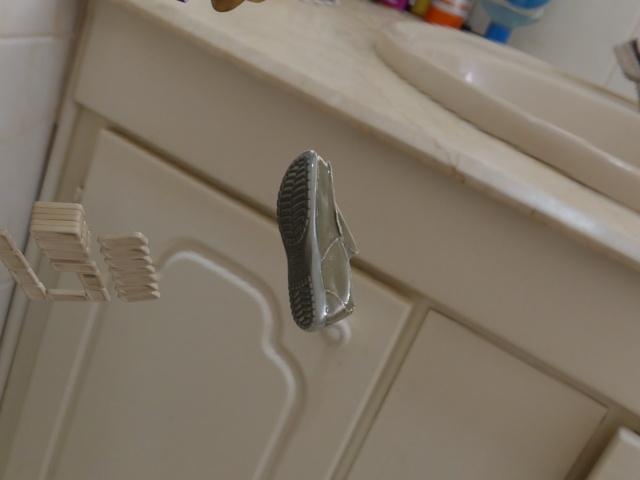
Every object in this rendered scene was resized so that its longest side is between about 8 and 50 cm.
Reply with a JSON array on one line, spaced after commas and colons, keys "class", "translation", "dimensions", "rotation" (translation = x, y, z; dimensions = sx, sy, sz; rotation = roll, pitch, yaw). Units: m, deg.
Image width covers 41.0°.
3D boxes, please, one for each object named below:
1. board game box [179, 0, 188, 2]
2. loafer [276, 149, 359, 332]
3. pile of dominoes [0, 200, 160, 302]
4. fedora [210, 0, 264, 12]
[{"class": "board game box", "translation": [-0.437, -0.685, 1.832], "dimensions": [0.318, 0.318, 0.066], "rotation": [24, 65, 29]}, {"class": "loafer", "translation": [0.000, 0.000, 1.187], "dimensions": [0.087, 0.251, 0.094], "rotation": [0, -5, -33]}, {"class": "pile of dominoes", "translation": [-0.313, 0.022, 1.126], "dimensions": [0.196, 0.251, 0.040], "rotation": [3, 66, -3]}, {"class": "fedora", "translation": [-0.124, -0.483, 1.534], "dimensions": [0.079, 0.194, 0.194], "rotation": [17, 22, -35]}]
